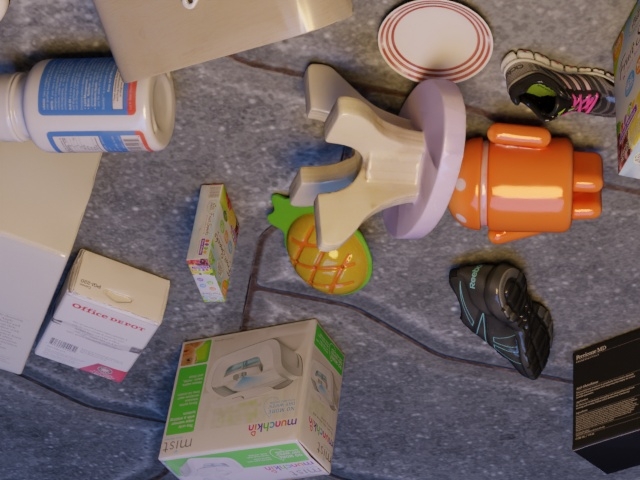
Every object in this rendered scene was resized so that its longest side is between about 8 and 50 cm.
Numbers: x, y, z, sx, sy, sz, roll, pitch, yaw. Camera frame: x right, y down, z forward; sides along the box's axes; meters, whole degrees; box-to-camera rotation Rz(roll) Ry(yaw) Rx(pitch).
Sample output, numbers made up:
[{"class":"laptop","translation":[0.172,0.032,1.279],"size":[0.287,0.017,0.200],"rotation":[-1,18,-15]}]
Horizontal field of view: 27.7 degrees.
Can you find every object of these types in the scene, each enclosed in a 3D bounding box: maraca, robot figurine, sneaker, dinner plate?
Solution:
[{"class":"maraca","translation":[0.000,0.000,1.874],"size":[0.127,0.099,0.186],"rotation":[-29,103,32]},{"class":"robot figurine","translation":[0.257,-0.072,1.697],"size":[0.219,0.128,0.158],"rotation":[2,166,9]},{"class":"sneaker","translation":[0.280,0.117,1.985],"size":[0.106,0.101,0.267],"rotation":[8,146,34]},{"class":"dinner plate","translation":[0.141,-0.246,1.588],"size":[0.141,0.017,0.141],"rotation":[5,142,4]},{"class":"sneaker","translation":[0.301,-0.176,1.597],"size":[0.170,0.075,0.063],"rotation":[17,142,-10]}]

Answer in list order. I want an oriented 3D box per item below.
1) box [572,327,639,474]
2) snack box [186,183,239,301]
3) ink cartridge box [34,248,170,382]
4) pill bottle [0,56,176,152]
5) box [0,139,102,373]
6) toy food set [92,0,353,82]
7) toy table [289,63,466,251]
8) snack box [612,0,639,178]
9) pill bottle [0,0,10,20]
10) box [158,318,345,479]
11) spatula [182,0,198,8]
[{"class":"box","translation":[0.519,0.228,1.982],"size":[0.261,0.184,0.103],"rotation":[-26,133,37]},{"class":"snack box","translation":[-0.153,0.003,1.867],"size":[0.037,0.141,0.100],"rotation":[-3,141,14]},{"class":"ink cartridge box","translation":[-0.356,0.125,2.107],"size":[0.158,0.092,0.218],"rotation":[21,143,-15]},{"class":"pill bottle","translation":[-0.310,-0.176,1.685],"size":[0.221,0.124,0.124],"rotation":[1,142,11]},{"class":"box","translation":[-0.451,0.005,1.871],"size":[0.168,0.215,0.345],"rotation":[19,141,-13]},{"class":"toy food set","translation":[-0.135,-0.317,1.455],"size":[0.306,0.092,0.220],"rotation":[-11,105,27]},{"class":"toy table","translation":[0.065,-0.100,1.627],"size":[0.160,0.252,0.274],"rotation":[2,144,-14]},{"class":"snack box","translation":[0.387,-0.196,1.444],"size":[0.070,0.207,0.174],"rotation":[12,141,-4]},{"class":"pill bottle","translation":[-0.404,-0.305,1.486],"size":[0.112,0.187,0.112],"rotation":[6,142,5]},{"class":"box","translation":[-0.109,0.275,2.136],"size":[0.262,0.231,0.127],"rotation":[-11,138,25]},{"class":"spatula","translation":[-0.138,-0.381,1.370],"size":[0.168,0.019,0.242],"rotation":[35,120,1]}]
